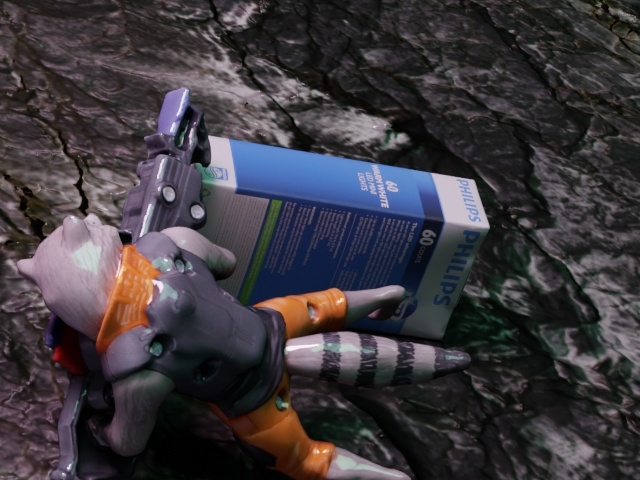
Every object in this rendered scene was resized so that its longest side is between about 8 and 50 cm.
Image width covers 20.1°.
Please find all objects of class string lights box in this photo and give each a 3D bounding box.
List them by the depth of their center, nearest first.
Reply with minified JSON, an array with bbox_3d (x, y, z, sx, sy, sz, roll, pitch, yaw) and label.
[{"bbox_3d":[0.000,0.000,1.566,0.260,0.133,0.076,9,35,-17],"label":"string lights box"}]

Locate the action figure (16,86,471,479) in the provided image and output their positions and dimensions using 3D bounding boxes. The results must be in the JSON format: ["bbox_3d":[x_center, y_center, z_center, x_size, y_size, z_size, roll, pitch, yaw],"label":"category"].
[{"bbox_3d":[-0.064,0.037,1.364,0.330,0.178,0.341,18,67,-30],"label":"action figure"}]
